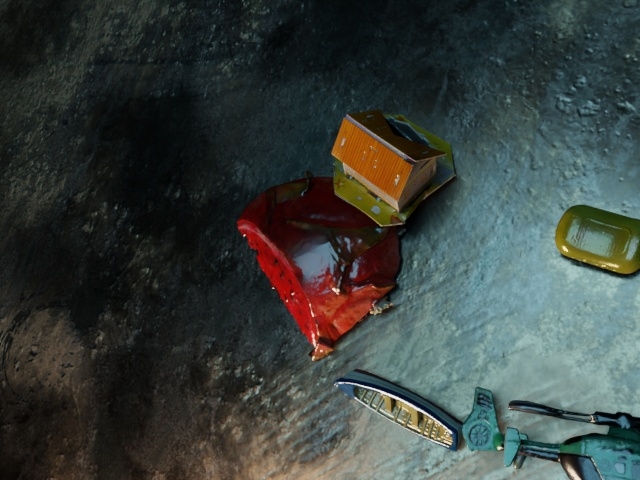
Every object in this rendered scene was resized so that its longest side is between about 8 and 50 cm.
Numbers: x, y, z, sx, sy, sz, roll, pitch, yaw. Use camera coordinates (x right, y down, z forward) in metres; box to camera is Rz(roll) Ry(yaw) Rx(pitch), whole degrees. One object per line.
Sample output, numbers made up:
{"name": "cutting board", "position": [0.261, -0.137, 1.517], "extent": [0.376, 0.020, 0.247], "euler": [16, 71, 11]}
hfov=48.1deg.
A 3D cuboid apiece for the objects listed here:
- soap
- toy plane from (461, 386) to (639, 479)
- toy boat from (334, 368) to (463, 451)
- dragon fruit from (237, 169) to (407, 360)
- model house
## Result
{"name": "soap", "position": [0.435, -0.003, 1.104], "extent": [0.140, 0.045, 0.089], "euler": [20, 87, 27]}
{"name": "toy plane", "position": [0.386, 0.311, 1.014], "extent": [0.382, 0.106, 0.155], "euler": [4, 71, 26]}
{"name": "toy boat", "position": [0.127, 0.267, 1.166], "extent": [0.229, 0.080, 0.046], "euler": [22, 51, 31]}
{"name": "dragon fruit", "position": [0.000, 0.000, 1.281], "extent": [0.282, 0.100, 0.343], "euler": [-38, 64, 6]}
{"name": "model house", "position": [0.107, -0.164, 1.216], "extent": [0.207, 0.136, 0.219], "euler": [-43, 65, -13]}
